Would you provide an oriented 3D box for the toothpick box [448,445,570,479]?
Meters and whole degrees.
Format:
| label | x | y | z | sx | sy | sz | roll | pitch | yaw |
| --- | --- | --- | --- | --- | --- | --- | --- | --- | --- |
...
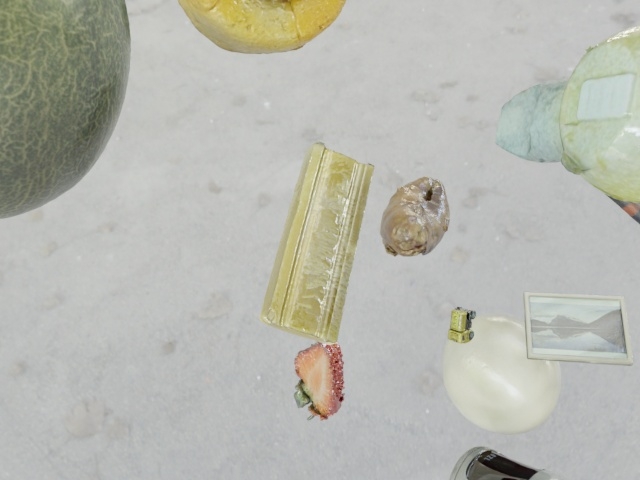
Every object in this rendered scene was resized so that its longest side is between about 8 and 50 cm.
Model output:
| label | x | y | z | sx | sy | sz | roll | pitch | yaw |
| --- | --- | --- | --- | --- | --- | --- | --- | --- | --- |
| toothpick box | 0.484 | 0.648 | 1.578 | 0.229 | 0.229 | 0.316 | -43 | 28 | -28 |

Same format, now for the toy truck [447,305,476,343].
| label | x | y | z | sx | sy | sz | roll | pitch | yaw |
| --- | --- | --- | --- | --- | --- | --- | --- | --- | --- |
| toy truck | 0.333 | 0.204 | 1.567 | 0.054 | 0.083 | 0.049 | -8 | 16 | -43 |

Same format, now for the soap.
| label | x | y | z | sx | sy | sz | roll | pitch | yaw |
| --- | --- | --- | --- | --- | --- | --- | --- | --- | --- |
| soap | 0.000 | 0.000 | 0.814 | 0.092 | 0.037 | 0.251 | 22 | 64 | -16 |

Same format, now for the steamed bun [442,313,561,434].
| label | x | y | z | sx | sy | sz | roll | pitch | yaw |
| --- | --- | --- | --- | --- | --- | --- | --- | --- | --- |
| steamed bun | 0.467 | 0.357 | 1.747 | 0.324 | 0.324 | 0.206 | 36 | 36 | 32 |

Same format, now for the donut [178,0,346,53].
| label | x | y | z | sx | sy | sz | roll | pitch | yaw |
| --- | --- | --- | --- | --- | --- | --- | --- | --- | --- |
| donut | -0.079 | -0.435 | 1.046 | 0.303 | 0.302 | 0.110 | -25 | 27 | -16 |

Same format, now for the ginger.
| label | x | y | z | sx | sy | sz | roll | pitch | yaw |
| --- | --- | --- | --- | --- | --- | --- | --- | --- | --- |
| ginger | 0.234 | -0.039 | 1.652 | 0.165 | 0.172 | 0.321 | 25 | 32 | 4 |

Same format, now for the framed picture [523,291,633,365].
| label | x | y | z | sx | sy | sz | roll | pitch | yaw |
| --- | --- | --- | --- | --- | --- | --- | --- | --- | --- |
| framed picture | 0.520 | 0.176 | 1.340 | 0.203 | 0.015 | 0.150 | 3 | 60 | 7 |

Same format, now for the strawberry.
| label | x | y | z | sx | sy | sz | roll | pitch | yaw |
| --- | --- | --- | --- | --- | --- | --- | --- | --- | --- |
| strawberry | 0.014 | 0.367 | 1.784 | 0.106 | 0.286 | 0.188 | -16 | 55 | -34 |

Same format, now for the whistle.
| label | x | y | z | sx | sy | sz | roll | pitch | yaw |
| --- | --- | --- | --- | --- | --- | --- | --- | --- | --- |
| whistle | 0.213 | -0.087 | 0.481 | 0.123 | 0.122 | 0.223 | -25 | 14 | -16 |

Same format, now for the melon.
| label | x | y | z | sx | sy | sz | roll | pitch | yaw |
| --- | --- | --- | --- | --- | --- | --- | --- | --- | --- |
| melon | -0.285 | -0.162 | 0.556 | 0.238 | 0.301 | 0.237 | 17 | 35 | -12 |

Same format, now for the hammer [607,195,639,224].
| label | x | y | z | sx | sy | sz | roll | pitch | yaw |
| --- | --- | --- | --- | --- | --- | --- | --- | --- | --- |
| hammer | 0.466 | -0.028 | 0.942 | 0.290 | 0.037 | 0.137 | 41 | 64 | -7 |
